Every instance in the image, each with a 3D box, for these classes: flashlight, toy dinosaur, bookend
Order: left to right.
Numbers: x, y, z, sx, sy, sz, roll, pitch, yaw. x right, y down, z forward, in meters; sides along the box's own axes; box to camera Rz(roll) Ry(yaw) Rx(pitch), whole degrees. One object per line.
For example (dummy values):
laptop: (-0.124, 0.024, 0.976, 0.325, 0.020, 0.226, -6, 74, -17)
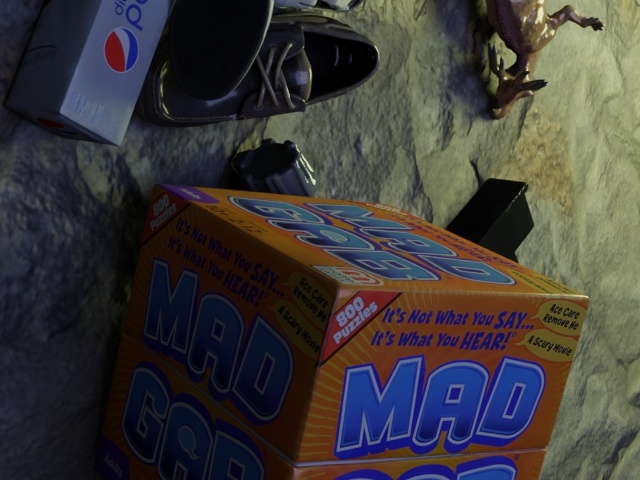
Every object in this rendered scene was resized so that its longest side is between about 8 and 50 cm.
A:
flashlight: (0.000, 0.000, 1.651, 0.103, 0.103, 0.304, -30, 131, -2)
bookend: (0.274, 0.012, 1.991, 0.157, 0.072, 0.156, -48, 131, -32)
toy dinosaur: (0.293, -0.333, 1.912, 0.200, 0.127, 0.296, -46, 124, -23)

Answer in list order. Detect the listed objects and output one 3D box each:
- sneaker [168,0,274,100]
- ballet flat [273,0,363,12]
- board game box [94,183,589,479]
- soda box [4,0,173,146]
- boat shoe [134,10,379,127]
sneaker: (-0.079, -0.307, 1.409, 0.178, 0.123, 0.296, -43, 152, -68)
ballet flat: (-0.013, -0.315, 1.581, 0.213, 0.068, 0.072, -14, 138, -54)
board game box: (0.012, 0.165, 1.432, 0.356, 0.356, 0.356, 3, 106, -38)
soda box: (-0.226, -0.250, 1.356, 0.091, 0.098, 0.286, 29, 76, -48)
boat shoe: (-0.066, -0.212, 1.519, 0.355, 0.130, 0.132, -24, 115, -43)
